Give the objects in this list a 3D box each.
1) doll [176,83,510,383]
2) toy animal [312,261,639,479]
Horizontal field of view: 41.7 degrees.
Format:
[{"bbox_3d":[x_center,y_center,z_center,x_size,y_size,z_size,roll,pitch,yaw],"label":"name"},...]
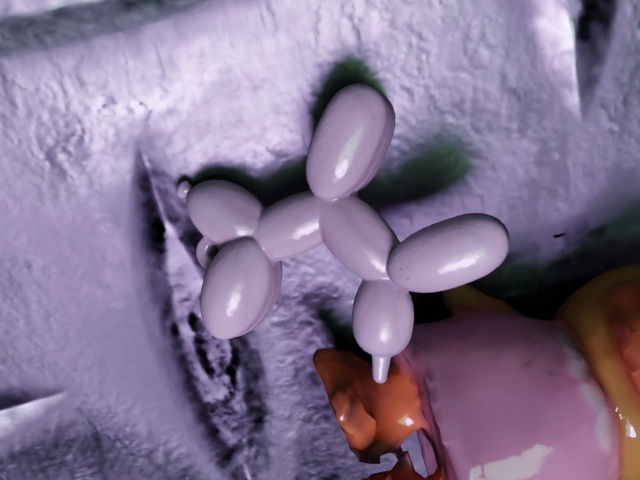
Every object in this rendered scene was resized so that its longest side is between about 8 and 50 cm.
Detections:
[{"bbox_3d":[0.000,0.000,0.463,0.160,0.059,0.161,-45,82,12],"label":"doll"},{"bbox_3d":[0.155,0.101,0.504,0.281,0.195,0.169,-22,158,9],"label":"toy animal"}]
